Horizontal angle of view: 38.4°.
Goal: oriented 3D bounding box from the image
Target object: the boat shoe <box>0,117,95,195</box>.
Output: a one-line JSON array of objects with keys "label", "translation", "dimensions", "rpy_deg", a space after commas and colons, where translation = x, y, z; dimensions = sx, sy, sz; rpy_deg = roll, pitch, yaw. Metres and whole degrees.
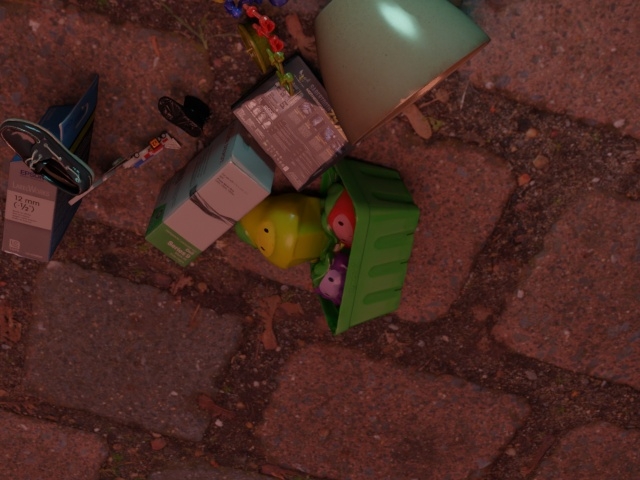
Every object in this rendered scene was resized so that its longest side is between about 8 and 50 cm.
[{"label": "boat shoe", "translation": [-0.532, -0.159, 1.773], "dimensions": [0.206, 0.065, 0.075], "rpy_deg": [37, 118, -15]}]

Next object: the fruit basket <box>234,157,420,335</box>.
[{"label": "fruit basket", "translation": [0.000, 0.000, 2.063], "dimensions": [0.392, 0.283, 0.392], "rpy_deg": [-9, 129, -11]}]

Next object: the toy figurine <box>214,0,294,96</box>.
[{"label": "toy figurine", "translation": [-0.071, -0.479, 1.738], "dimensions": [0.217, 0.191, 0.362], "rpy_deg": [-44, 148, -9]}]

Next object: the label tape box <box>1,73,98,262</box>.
[{"label": "label tape box", "translation": [-0.576, -0.166, 1.964], "dimensions": [0.115, 0.249, 0.347], "rpy_deg": [14, 125, -4]}]

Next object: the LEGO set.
[{"label": "LEGO set", "translation": [-0.415, -0.157, 2.003], "dimensions": [0.244, 0.182, 0.060], "rpy_deg": [-33, 101, 23]}]

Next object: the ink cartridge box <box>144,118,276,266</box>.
[{"label": "ink cartridge box", "translation": [-0.233, -0.110, 2.007], "dimensions": [0.121, 0.211, 0.289], "rpy_deg": [40, 119, -22]}]

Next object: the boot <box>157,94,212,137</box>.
[{"label": "boot", "translation": [-0.287, -0.279, 1.956], "dimensions": [0.121, 0.099, 0.045], "rpy_deg": [39, 121, -21]}]

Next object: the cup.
[{"label": "cup", "translation": [0.124, -0.374, 1.761], "dimensions": [0.331, 0.331, 0.237], "rpy_deg": [-36, 91, 26]}]

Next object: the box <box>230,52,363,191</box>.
[{"label": "box", "translation": [-0.047, -0.247, 1.937], "dimensions": [0.183, 0.059, 0.232], "rpy_deg": [-38, 107, 7]}]
